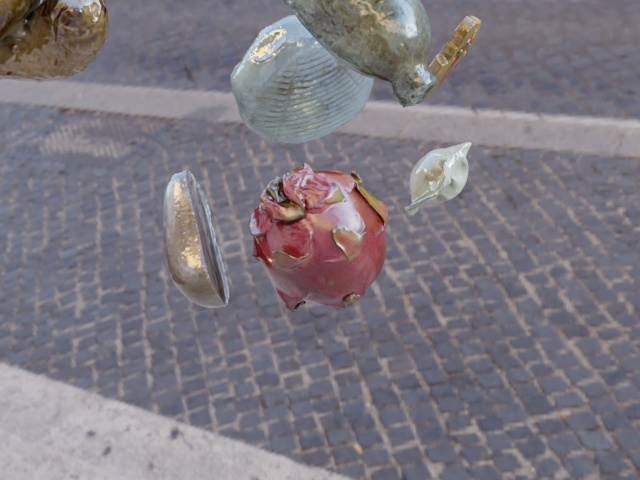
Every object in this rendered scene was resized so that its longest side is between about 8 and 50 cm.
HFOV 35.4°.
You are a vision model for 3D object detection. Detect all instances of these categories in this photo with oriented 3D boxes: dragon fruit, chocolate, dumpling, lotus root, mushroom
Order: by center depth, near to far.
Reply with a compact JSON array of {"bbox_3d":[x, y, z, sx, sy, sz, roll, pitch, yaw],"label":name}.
[{"bbox_3d":[-0.418,-0.262,1.152,0.345,0.239,0.345,-22,9,4],"label":"mushroom"},{"bbox_3d":[0.058,-0.352,1.511,0.175,0.175,0.349,-30,67,-25],"label":"lotus root"},{"bbox_3d":[0.001,0.002,1.744,0.250,0.315,0.250,0,59,0],"label":"dragon fruit"},{"bbox_3d":[-0.234,0.002,1.771,0.080,0.157,0.254,-18,61,4],"label":"chocolate"},{"bbox_3d":[0.226,-0.118,1.937,0.169,0.100,0.134,-25,12,20],"label":"dumpling"}]

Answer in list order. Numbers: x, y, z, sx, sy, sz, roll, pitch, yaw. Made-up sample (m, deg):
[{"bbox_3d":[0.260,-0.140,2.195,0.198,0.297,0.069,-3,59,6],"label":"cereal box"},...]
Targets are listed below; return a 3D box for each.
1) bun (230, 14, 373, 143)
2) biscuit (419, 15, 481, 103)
[{"bbox_3d":[-0.047,-0.384,2.309,0.354,0.354,0.194,-21,56,-13],"label":"bun"},{"bbox_3d":[0.273,-0.381,2.049,0.041,0.212,0.239,36,37,6],"label":"biscuit"}]
